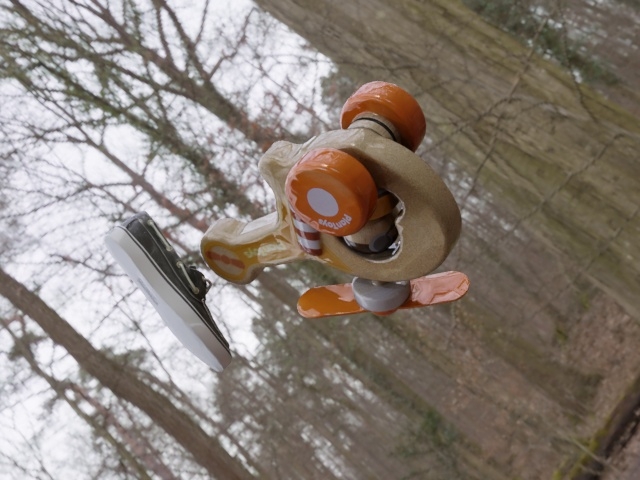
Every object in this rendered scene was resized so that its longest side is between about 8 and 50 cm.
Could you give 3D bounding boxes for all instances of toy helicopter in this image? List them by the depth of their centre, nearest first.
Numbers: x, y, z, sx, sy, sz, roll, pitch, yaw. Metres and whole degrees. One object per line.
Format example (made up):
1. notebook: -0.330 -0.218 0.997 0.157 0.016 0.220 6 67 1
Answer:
1. toy helicopter: 0.000 0.000 0.838 0.235 0.355 0.140 52 -130 -21

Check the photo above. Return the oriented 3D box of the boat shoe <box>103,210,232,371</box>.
1. boat shoe: -0.170 0.060 0.958 0.070 0.219 0.077 -40 5 -28
